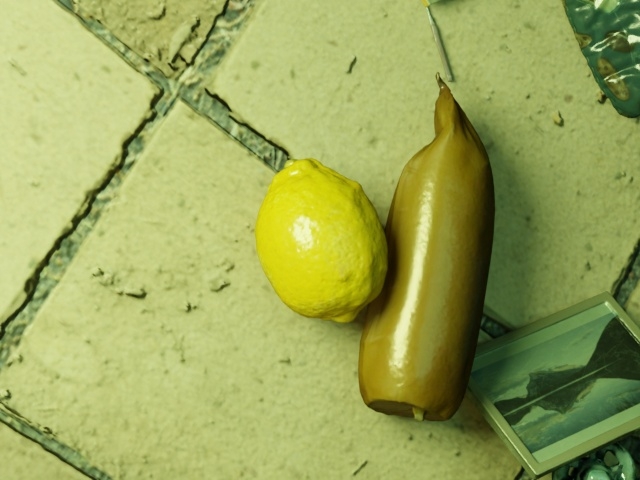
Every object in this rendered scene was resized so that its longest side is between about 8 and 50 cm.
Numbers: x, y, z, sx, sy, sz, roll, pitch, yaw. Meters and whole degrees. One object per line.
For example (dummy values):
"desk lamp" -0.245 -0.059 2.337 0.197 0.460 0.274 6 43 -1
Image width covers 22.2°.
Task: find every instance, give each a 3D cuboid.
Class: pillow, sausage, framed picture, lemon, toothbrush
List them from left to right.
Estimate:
"lemon" 0.000 0.000 1.458 0.114 0.114 0.155 -17 90 -27
"sausage" 0.107 0.005 1.517 0.112 0.112 0.328 15 79 -25
"toothbrush" 0.113 -0.201 1.589 0.006 0.008 0.097 -20 95 -25
"framed picture" 0.242 0.136 1.573 0.203 0.015 0.150 -19 55 -26
"pillow" 0.373 -0.248 1.627 0.256 0.034 0.189 -25 102 19

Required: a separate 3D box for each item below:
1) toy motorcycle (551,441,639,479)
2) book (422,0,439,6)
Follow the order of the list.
"toy motorcycle" 0.302 0.323 1.576 0.260 0.154 0.206 32 95 -10
"book" 0.110 -0.325 1.589 0.118 0.012 0.172 -30 96 -27
